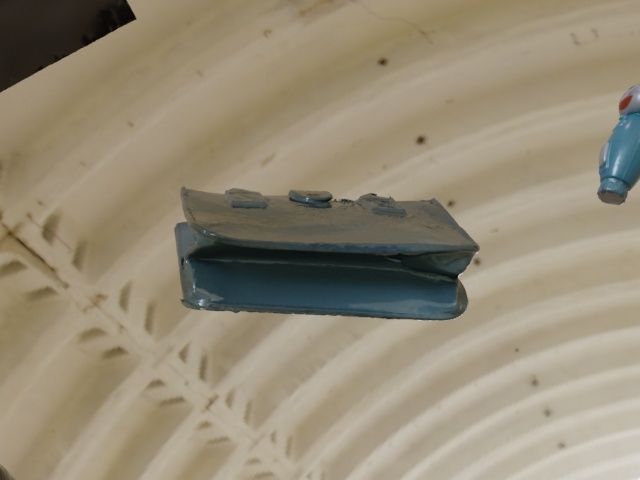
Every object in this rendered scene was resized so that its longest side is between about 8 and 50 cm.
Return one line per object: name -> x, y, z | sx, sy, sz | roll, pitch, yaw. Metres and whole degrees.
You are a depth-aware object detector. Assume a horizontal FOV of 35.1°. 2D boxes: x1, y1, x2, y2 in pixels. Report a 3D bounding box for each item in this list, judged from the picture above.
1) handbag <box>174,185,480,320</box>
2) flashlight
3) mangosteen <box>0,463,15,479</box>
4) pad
handbag -> 0.000, 0.000, 0.816 | 0.229, 0.179, 0.062 | 3, -71, -11
flashlight -> 0.289, -0.089, 0.931 | 0.129, 0.051, 0.051 | -65, -31, -23
mangosteen -> -0.414, 0.310, 1.040 | 0.217, 0.192, 0.192 | 2, -56, -8
pad -> -0.224, -0.149, 0.617 | 0.190, 0.004, 0.127 | -33, -68, -16
